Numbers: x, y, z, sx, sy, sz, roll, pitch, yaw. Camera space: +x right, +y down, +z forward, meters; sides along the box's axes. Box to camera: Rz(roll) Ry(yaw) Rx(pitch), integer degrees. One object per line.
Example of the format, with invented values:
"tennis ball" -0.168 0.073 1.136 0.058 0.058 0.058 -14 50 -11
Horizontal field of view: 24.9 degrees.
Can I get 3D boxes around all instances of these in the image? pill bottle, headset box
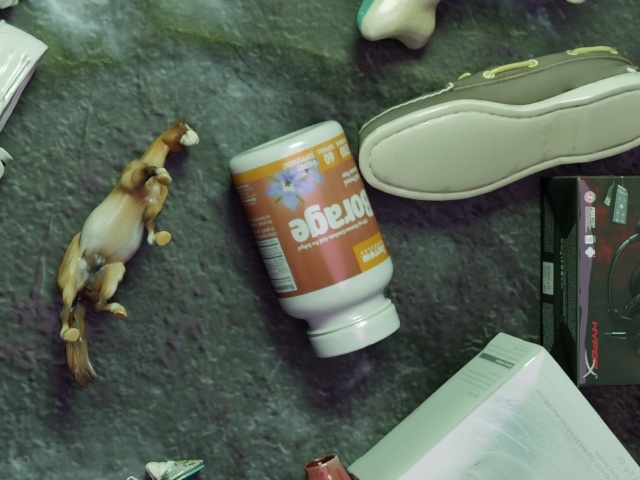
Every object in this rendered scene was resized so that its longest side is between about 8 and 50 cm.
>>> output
"pill bottle" 0.000 0.000 1.430 0.121 0.121 0.216 -23 97 -11
"headset box" 0.386 0.038 1.524 0.293 0.110 0.218 0 92 -13

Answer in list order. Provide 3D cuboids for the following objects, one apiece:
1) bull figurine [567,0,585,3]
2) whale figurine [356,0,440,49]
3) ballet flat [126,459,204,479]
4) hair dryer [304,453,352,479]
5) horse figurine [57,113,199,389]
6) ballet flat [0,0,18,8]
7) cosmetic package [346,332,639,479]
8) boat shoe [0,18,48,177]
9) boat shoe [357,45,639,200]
"bull figurine" 0.261 -0.353 1.416 0.310 0.101 0.188 -36 140 -40
"whale figurine" 0.100 -0.331 1.442 0.216 0.141 0.272 0 118 -49
"ballet flat" -0.171 0.245 1.446 0.114 0.041 0.041 -37 100 -9
"hair dryer" -0.021 0.360 1.463 0.224 0.080 0.293 19 88 -12
"horse figurine" -0.193 0.005 1.382 0.066 0.174 0.263 26 100 -21
"ballet flat" -0.289 -0.264 1.382 0.203 0.074 0.074 -34 99 -14
"cosmetic package" 0.190 0.255 1.477 0.225 0.138 0.224 -41 100 -7
"boat shoe" -0.333 -0.084 1.365 0.084 0.095 0.258 22 89 -9
"boat shoe" 0.185 -0.126 1.479 0.324 0.096 0.116 -13 131 -10
